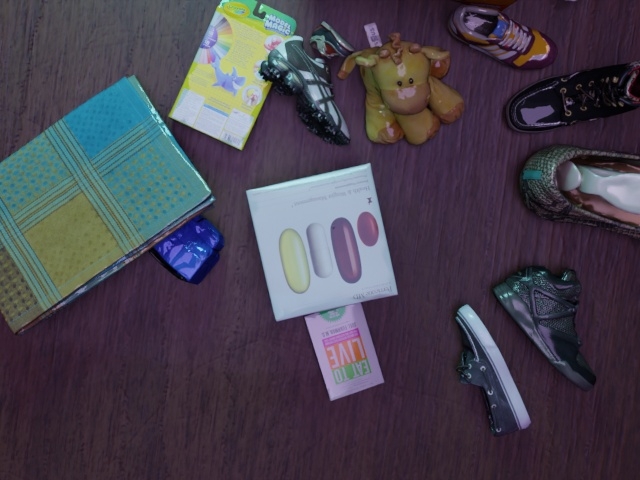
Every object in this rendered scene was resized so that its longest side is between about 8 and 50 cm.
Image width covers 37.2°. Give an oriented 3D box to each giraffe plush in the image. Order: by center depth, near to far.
[{"bbox_3d":[0.128,-0.249,1.453,0.181,0.170,0.210,-35,95,0],"label":"giraffe plush"}]

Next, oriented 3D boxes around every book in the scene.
[{"bbox_3d":[0.038,0.177,1.553,0.096,0.035,0.144,-18,94,-5],"label":"book"}]

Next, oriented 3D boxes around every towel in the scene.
[{"bbox_3d":[-0.375,-0.059,1.468,0.370,0.040,0.271,-35,71,2],"label":"towel"}]

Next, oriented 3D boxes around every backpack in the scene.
[{"bbox_3d":[-0.219,0.000,1.495,0.120,0.098,0.101,38,82,8],"label":"backpack"}]

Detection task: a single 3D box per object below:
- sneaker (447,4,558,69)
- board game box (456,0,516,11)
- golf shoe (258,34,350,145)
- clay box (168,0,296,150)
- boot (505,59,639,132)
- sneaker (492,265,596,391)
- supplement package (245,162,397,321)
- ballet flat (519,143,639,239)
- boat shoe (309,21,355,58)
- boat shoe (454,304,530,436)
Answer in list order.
[{"bbox_3d":[0.292,-0.319,1.500,0.186,0.084,0.069,17,93,-4],"label":"sneaker"},{"bbox_3d":[0.170,-0.566,1.339,0.356,0.356,0.356,14,94,-4],"label":"board game box"},{"bbox_3d":[-0.003,-0.233,1.483,0.198,0.077,0.094,48,67,-31],"label":"golf shoe"},{"bbox_3d":[-0.136,-0.268,1.498,0.127,0.053,0.222,25,91,-7],"label":"clay box"},{"bbox_3d":[0.417,-0.226,1.465,0.237,0.178,0.085,-14,95,-3],"label":"boot"},{"bbox_3d":[0.396,0.132,1.537,0.130,0.087,0.227,-38,90,7],"label":"sneaker"},{"bbox_3d":[0.000,0.000,1.476,0.194,0.149,0.203,-13,94,-2],"label":"supplement package"},{"bbox_3d":[0.558,-0.057,1.484,0.483,0.182,0.164,9,93,-4],"label":"ballet flat"},{"bbox_3d":[0.015,-0.302,1.465,0.049,0.137,0.043,38,99,-27],"label":"boat shoe"},{"bbox_3d":[0.262,0.218,1.546,0.076,0.080,0.228,-27,103,-2],"label":"boat shoe"}]
